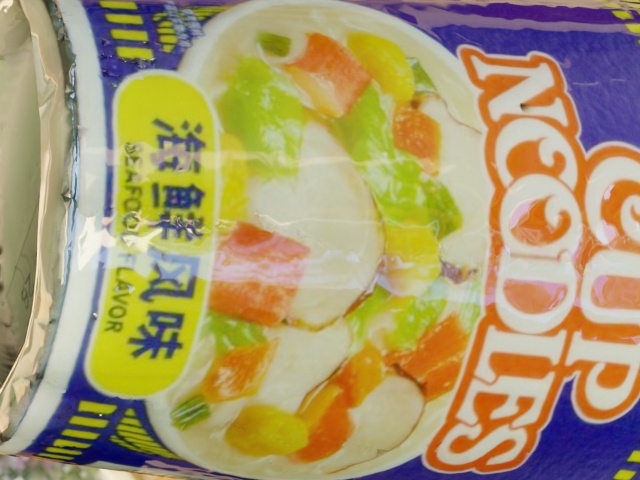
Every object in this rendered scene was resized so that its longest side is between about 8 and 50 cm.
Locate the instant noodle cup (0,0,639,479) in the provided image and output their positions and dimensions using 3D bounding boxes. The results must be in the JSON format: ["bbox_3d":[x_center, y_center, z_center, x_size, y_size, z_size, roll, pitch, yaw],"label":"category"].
[{"bbox_3d":[0.000,0.000,0.697,0.312,0.284,0.284,5,177,-29],"label":"instant noodle cup"}]
